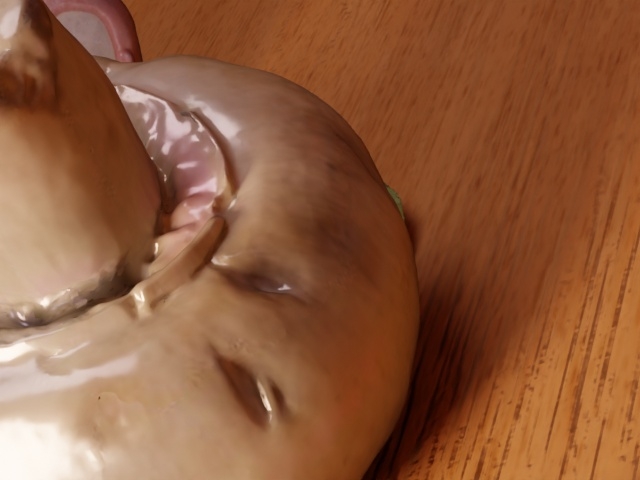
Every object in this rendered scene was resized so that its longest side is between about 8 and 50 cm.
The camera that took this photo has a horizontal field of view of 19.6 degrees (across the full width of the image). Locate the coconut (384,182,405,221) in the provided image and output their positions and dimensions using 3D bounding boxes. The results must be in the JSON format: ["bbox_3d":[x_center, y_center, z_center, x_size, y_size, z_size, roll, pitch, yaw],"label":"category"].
[{"bbox_3d":[-0.004,-0.001,1.242,0.158,0.055,0.133,-17,33,41],"label":"coconut"}]

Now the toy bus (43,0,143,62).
[{"bbox_3d":[-0.273,-0.135,1.566,0.294,0.231,0.197,0,5,-23],"label":"toy bus"}]

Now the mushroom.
[{"bbox_3d":[-0.139,0.033,1.031,0.325,0.353,0.353,-24,27,42],"label":"mushroom"}]
